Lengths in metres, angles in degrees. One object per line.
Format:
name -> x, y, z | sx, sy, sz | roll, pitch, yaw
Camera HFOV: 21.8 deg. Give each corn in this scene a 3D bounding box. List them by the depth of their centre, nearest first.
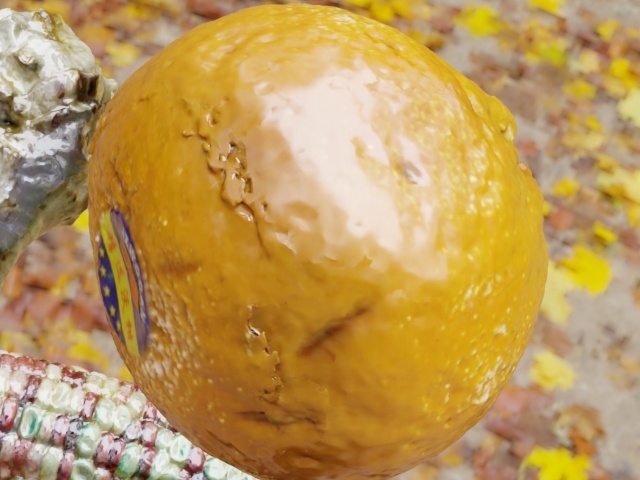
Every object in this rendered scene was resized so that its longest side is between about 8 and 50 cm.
corn -> -0.097, 0.115, 0.864 | 0.253, 0.086, 0.086 | 14, 38, -10

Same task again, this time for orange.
orange -> 0.000, 0.002, 0.453 | 0.117, 0.136, 0.136 | -5, 44, -19

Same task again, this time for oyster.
oyster -> -0.314, -0.063, 1.609 | 0.197, 0.337, 0.133 | 37, -12, -31
